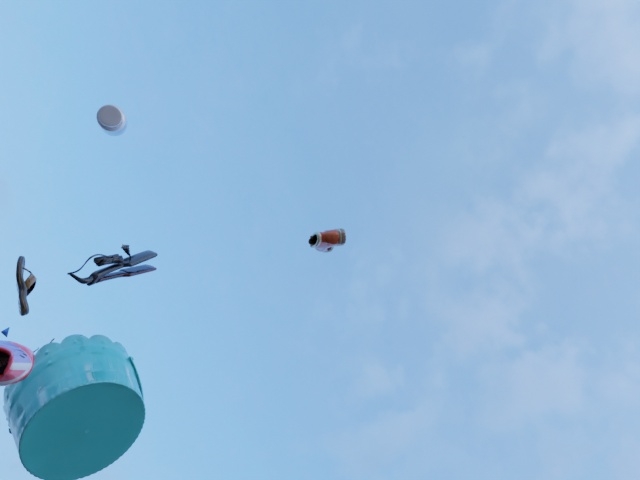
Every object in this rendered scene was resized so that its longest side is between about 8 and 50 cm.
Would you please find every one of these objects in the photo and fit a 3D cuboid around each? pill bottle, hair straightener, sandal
[{"bbox_3d":[-0.674,-0.390,1.396,0.087,0.160,0.087,-3,-83,-22],"label":"pill bottle"},{"bbox_3d":[-0.487,0.048,1.031,0.047,0.230,0.089,19,-74,27],"label":"hair straightener"},{"bbox_3d":[-1.008,0.154,1.484,0.090,0.060,0.219,-54,-128,41],"label":"sandal"}]

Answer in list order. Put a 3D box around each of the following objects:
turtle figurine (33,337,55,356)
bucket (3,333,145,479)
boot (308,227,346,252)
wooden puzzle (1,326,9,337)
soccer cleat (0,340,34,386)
[{"bbox_3d":[-0.732,0.377,1.199,0.175,0.118,0.234,29,-78,-35],"label":"turtle figurine"},{"bbox_3d":[-0.539,0.373,0.967,0.183,0.281,0.281,29,-65,47],"label":"bucket"},{"bbox_3d":[0.000,0.000,1.155,0.084,0.158,0.059,-6,-99,-20],"label":"boot"},{"bbox_3d":[-0.860,0.253,1.093,0.079,0.116,0.014,58,-46,39],"label":"wooden puzzle"},{"bbox_3d":[-0.562,0.176,0.631,0.247,0.095,0.083,7,-110,-16],"label":"soccer cleat"}]
